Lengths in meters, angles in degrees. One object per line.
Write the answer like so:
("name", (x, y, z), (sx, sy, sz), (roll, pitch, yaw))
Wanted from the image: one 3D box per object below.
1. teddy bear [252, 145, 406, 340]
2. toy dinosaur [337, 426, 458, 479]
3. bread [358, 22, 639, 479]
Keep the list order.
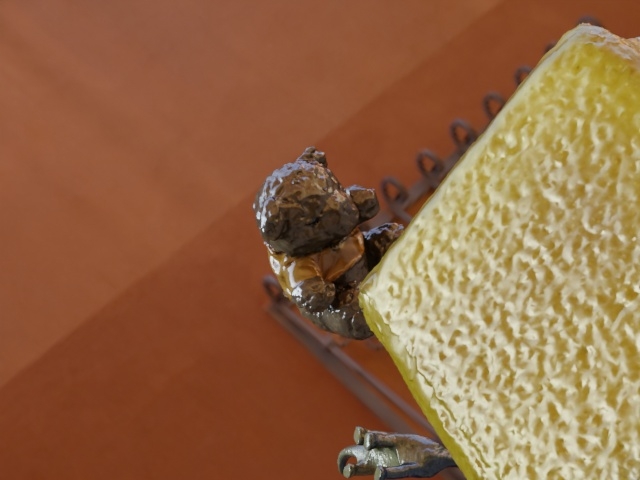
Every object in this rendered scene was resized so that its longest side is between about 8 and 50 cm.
("teddy bear", (0.000, 0.000, 1.222), (0.177, 0.140, 0.190), (-59, -45, -42))
("toy dinosaur", (0.131, 0.289, 1.518), (0.188, 0.075, 0.248), (9, -17, -20))
("bread", (0.215, 0.043, 0.863), (0.143, 0.333, 0.323), (20, -62, -42))
